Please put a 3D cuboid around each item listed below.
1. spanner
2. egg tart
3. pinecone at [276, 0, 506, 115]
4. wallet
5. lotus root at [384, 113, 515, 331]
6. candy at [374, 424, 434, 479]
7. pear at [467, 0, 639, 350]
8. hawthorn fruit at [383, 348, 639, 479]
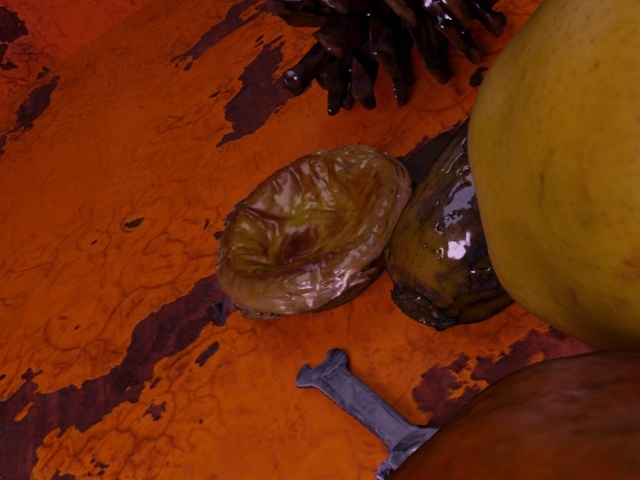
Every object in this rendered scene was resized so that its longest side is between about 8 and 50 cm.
[{"bbox_3d":[0.043,0.169,0.949,0.071,0.017,0.302,-33,20,-12],"label":"spanner"},{"bbox_3d":[0.000,0.000,1.171,0.295,0.116,0.295,-21,36,17],"label":"egg tart"},{"bbox_3d":[0.075,-0.352,1.358,0.384,0.384,0.384,-24,34,17],"label":"pinecone"},{"bbox_3d":[0.172,-0.076,1.187,0.110,0.031,0.198,-38,32,-6],"label":"wallet"},{"bbox_3d":[0.223,-0.070,0.986,0.397,0.179,0.196,-49,-4,-12],"label":"lotus root"},{"bbox_3d":[0.110,0.246,0.812,0.094,0.051,0.226,-32,32,0],"label":"candy"},{"bbox_3d":[0.300,-0.069,0.620,0.418,0.362,0.362,-11,39,44],"label":"pear"},{"bbox_3d":[0.191,0.229,0.480,0.403,0.403,0.403,-24,34,17],"label":"hawthorn fruit"}]
